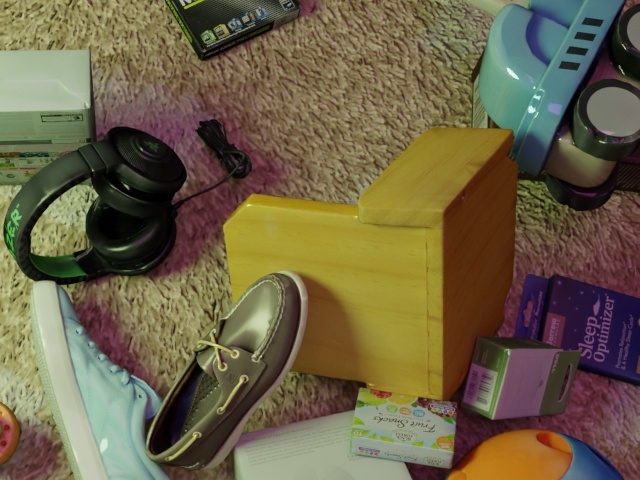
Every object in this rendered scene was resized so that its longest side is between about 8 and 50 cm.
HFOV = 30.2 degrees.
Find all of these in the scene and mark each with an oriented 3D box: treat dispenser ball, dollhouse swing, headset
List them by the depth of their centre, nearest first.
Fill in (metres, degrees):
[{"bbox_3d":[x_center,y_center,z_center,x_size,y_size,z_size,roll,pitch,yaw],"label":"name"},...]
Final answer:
[{"bbox_3d":[0.297,0.406,1.644,0.288,0.288,0.288,3,73,-8],"label":"treat dispenser ball"},{"bbox_3d":[0.079,0.021,1.705,0.305,0.346,0.315,16,41,27],"label":"dollhouse swing"},{"bbox_3d":[-0.284,-0.077,1.750,0.394,0.243,0.185,-19,56,-29],"label":"headset"}]

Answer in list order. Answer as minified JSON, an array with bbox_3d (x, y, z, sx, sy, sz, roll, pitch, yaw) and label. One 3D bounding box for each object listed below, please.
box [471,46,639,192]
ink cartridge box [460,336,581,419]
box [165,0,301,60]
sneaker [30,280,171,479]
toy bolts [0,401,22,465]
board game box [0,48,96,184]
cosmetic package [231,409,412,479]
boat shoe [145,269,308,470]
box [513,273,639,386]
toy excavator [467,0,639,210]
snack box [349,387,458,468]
[{"bbox_3d":[0.441,-0.197,1.935,0.382,0.143,0.191,6,72,-5],"label":"box"},{"bbox_3d":[0.304,0.205,1.784,0.209,0.062,0.108,6,100,-48],"label":"ink cartridge box"},{"bbox_3d":[-0.158,-0.413,1.956,0.191,0.045,0.184,-27,81,-16],"label":"box"},{"bbox_3d":[-0.310,0.220,1.700,0.150,0.135,0.365,-17,85,-21],"label":"sneaker"},{"bbox_3d":[-0.548,0.289,1.615,0.218,0.158,0.228,31,71,1],"label":"toy bolts"},{"bbox_3d":[-0.436,-0.167,1.698,0.224,0.303,0.097,-1,73,-10],"label":"board game box"},{"bbox_3d":[0.010,0.369,1.641,0.224,0.138,0.224,-10,40,-12],"label":"cosmetic package"},{"bbox_3d":[-0.129,0.177,1.607,0.116,0.097,0.324,47,113,38],"label":"boat shoe"},{"bbox_3d":[0.426,0.139,1.882,0.225,0.036,0.136,15,71,-3],"label":"box"},{"bbox_3d":[0.318,-0.327,1.791,0.445,0.222,0.432,26,69,9],"label":"toy excavator"},{"bbox_3d":[0.116,0.259,1.642,0.141,0.037,0.100,8,37,5],"label":"snack box"}]
